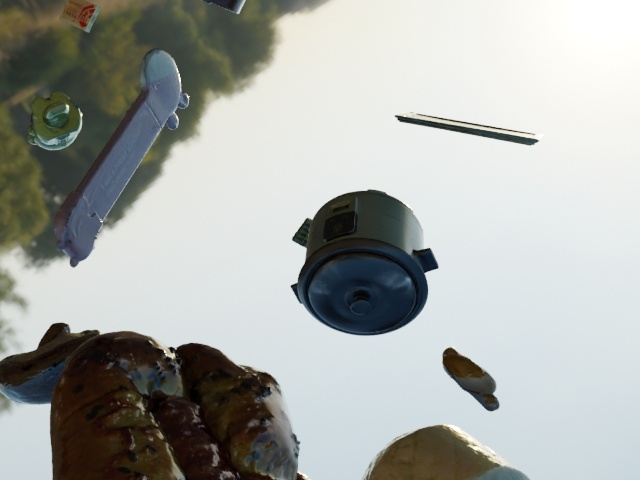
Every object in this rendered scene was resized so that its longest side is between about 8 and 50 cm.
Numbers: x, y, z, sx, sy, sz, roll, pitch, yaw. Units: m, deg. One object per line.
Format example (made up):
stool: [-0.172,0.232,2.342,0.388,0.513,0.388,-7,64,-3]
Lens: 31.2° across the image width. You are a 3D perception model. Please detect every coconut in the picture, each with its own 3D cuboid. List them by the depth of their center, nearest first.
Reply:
coconut: [0.269,0.607,2.445,0.344,0.416,0.415,-6,175,-37]

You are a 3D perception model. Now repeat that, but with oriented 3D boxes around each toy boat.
toy boat: [0.000,0.000,2.435,0.063,0.115,0.016,-54,-155,17]

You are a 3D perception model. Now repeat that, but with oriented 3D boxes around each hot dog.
hot dog: [-0.181,0.276,1.514,0.196,0.367,0.365,-57,-148,26]
hot dog: [0.279,0.256,2.123,0.060,0.140,0.090,-54,-167,1]

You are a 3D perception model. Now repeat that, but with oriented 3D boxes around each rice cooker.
rice cooker: [0.081,0.048,2.136,0.280,0.241,0.227,-13,-142,17]

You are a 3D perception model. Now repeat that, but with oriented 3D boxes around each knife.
knife: [-0.308,-0.133,1.760,0.038,0.132,0.399,-1,-132,31]

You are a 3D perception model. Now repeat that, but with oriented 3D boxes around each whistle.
whistle: [-0.483,-0.218,2.081,0.105,0.085,0.227,-22,179,-15]

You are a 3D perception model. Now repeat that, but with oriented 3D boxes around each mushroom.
mushroom: [-0.525,0.258,2.256,0.231,0.138,0.194,-18,-160,12]

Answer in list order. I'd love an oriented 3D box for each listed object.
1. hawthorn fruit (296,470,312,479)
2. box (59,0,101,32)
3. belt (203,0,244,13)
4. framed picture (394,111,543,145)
hawthorn fruit: [-0.096,0.538,2.158,0.231,0.263,0.235,-13,-137,53]
box: [-0.502,-0.474,2.393,0.093,0.015,0.058,27,-88,36]
belt: [-0.239,-0.498,2.019,0.105,0.261,0.184,-62,-162,13]
framed picture: [0.285,-0.213,2.185,0.274,0.017,0.217,12,-171,13]
